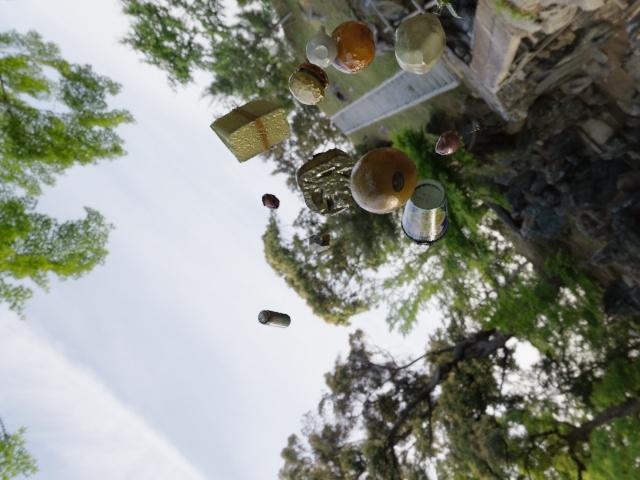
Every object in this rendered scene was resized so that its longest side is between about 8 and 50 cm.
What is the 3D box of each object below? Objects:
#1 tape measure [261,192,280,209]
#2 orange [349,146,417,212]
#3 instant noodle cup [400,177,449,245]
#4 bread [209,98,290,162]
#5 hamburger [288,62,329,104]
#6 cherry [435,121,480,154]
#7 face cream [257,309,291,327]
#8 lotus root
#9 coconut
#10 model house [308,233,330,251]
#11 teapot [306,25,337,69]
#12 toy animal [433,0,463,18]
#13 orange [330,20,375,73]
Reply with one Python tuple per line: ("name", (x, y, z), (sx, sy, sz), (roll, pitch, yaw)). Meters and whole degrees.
("tape measure", (-0.316, -0.248, 2.627), (0.118, 0.074, 0.125), (17, -151, -35))
("orange", (0.253, -0.243, 1.657), (0.274, 0.274, 0.274), (37, -154, -22))
("instant noodle cup", (0.573, -0.166, 2.225), (0.284, 0.284, 0.312), (62, 176, 29))
("bread", (-0.255, -0.405, 1.481), (0.178, 0.240, 0.135), (35, 151, 39))
("hamburger", (-0.045, -0.614, 1.616), (0.162, 0.162, 0.115), (36, -115, -24))
("cherry", (0.633, -0.484, 1.913), (0.107, 0.225, 0.090), (41, -163, -33))
("face cream", (-0.221, 0.366, 1.921), (0.075, 0.075, 0.229), (60, -166, 26))
("lotus root", (0.043, -0.320, 2.266), (0.374, 0.390, 0.111), (11, -146, -21))
("coconut", (0.385, -0.762, 1.592), (0.224, 0.224, 0.224), (37, -154, -22))
("model house", (0.000, 0.000, 2.362), (0.100, 0.100, 0.088), (29, -128, -34))
("teapot", (0.005, -0.883, 1.939), (0.145, 0.226, 0.092), (5, -145, 3))
("toy animal", (0.494, -0.921, 1.634), (0.217, 0.075, 0.041), (21, -157, -41))
("orange", (0.155, -0.964, 2.054), (0.246, 0.246, 0.246), (37, -154, -22))
